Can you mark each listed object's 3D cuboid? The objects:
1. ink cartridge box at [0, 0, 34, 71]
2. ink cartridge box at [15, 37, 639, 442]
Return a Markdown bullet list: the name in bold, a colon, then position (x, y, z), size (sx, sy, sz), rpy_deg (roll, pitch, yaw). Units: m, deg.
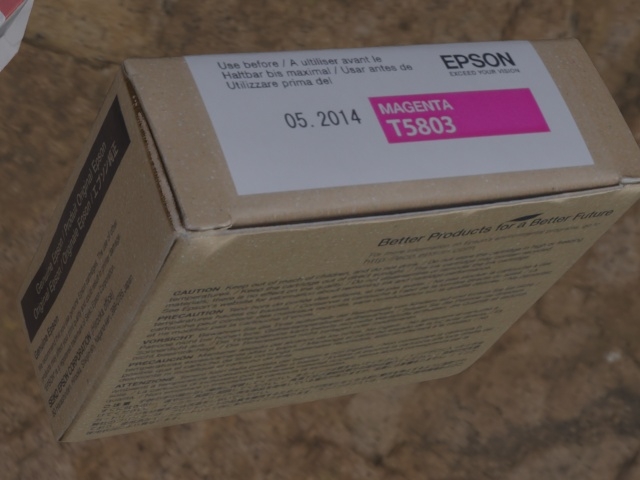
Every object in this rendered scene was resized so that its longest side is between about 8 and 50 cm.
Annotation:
- **ink cartridge box**: position (-0.289, -0.158, 0.917), size (0.198, 0.115, 0.067), rpy_deg (27, 127, -2)
- **ink cartridge box**: position (0.000, 0.000, 0.680), size (0.234, 0.193, 0.088), rpy_deg (-6, 61, -30)
